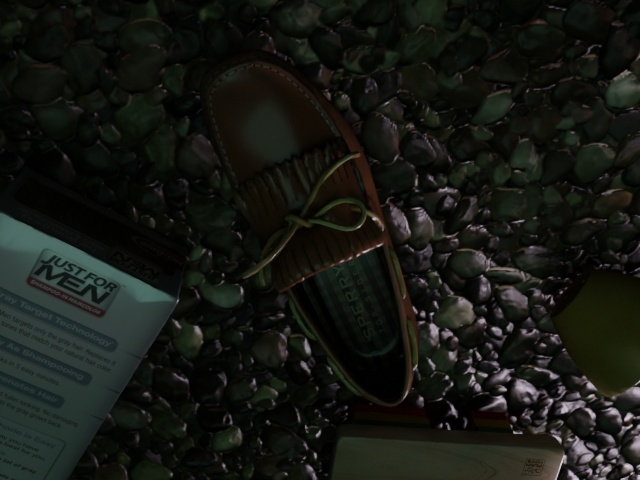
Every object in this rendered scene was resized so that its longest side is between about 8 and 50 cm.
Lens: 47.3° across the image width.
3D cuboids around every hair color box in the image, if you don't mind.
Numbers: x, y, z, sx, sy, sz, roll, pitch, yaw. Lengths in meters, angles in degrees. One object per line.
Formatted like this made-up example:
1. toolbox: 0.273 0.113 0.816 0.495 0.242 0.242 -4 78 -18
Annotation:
1. hair color box: -0.310 0.134 0.761 0.185 0.113 0.374 29 110 -16

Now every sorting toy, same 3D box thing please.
1. sorting toy: 0.128 0.318 0.890 0.257 0.089 0.255 5 115 -7

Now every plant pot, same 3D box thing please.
1. plant pot: 0.308 0.085 0.785 0.095 0.134 0.134 38 109 6

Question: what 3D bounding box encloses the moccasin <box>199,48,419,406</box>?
1. moccasin: -0.003 0.001 0.701 0.139 0.147 0.380 -18 115 4
